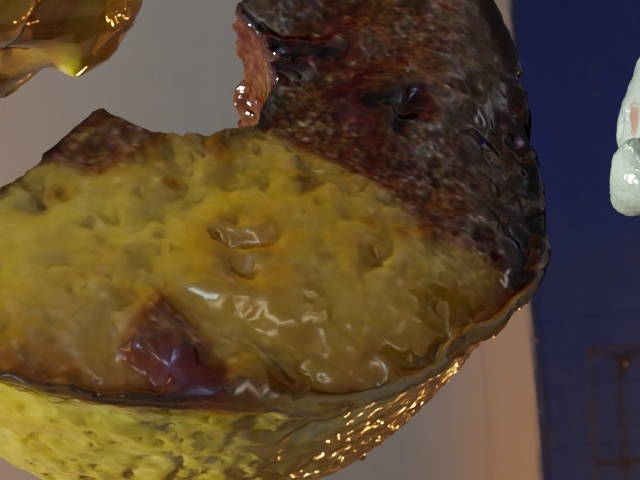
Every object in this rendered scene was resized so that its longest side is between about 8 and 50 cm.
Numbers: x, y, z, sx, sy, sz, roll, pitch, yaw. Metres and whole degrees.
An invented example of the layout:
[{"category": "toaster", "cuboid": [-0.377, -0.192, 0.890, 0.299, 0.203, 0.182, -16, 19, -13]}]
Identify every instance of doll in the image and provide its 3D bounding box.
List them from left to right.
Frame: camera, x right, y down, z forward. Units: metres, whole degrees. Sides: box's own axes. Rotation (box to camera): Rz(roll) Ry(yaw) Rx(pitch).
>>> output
[{"category": "doll", "cuboid": [0.233, -0.089, 0.878, 0.104, 0.071, 0.214, 96, -162, -52]}]

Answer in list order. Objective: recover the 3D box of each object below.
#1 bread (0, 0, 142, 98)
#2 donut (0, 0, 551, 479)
[{"category": "bread", "cuboid": [-0.346, -0.307, 1.263, 0.250, 0.394, 0.361, -61, 1, -10]}, {"category": "donut", "cuboid": [0.000, 0.000, 0.483, 0.295, 0.151, 0.112, -51, -13, -40]}]
